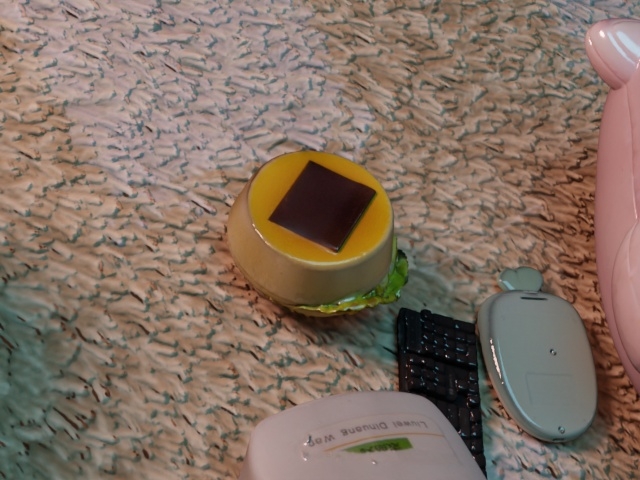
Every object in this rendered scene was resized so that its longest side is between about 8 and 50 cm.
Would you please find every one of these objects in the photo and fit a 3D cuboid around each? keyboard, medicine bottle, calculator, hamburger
[{"bbox_3d":[0.091,0.152,1.275,0.072,0.023,0.231,14,53,-19],"label":"keyboard"},{"bbox_3d":[0.063,0.231,1.100,0.161,0.111,0.296,-5,44,-25],"label":"medicine bottle"},{"bbox_3d":[0.169,0.085,1.357,0.095,0.021,0.153,5,60,-23],"label":"calculator"},{"bbox_3d":[0.000,0.000,1.298,0.141,0.081,0.126,13,50,-2],"label":"hamburger"}]

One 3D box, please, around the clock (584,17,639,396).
[{"bbox_3d":[0.364,-0.007,1.368,0.368,0.250,0.376,-11,70,-30],"label":"clock"}]
